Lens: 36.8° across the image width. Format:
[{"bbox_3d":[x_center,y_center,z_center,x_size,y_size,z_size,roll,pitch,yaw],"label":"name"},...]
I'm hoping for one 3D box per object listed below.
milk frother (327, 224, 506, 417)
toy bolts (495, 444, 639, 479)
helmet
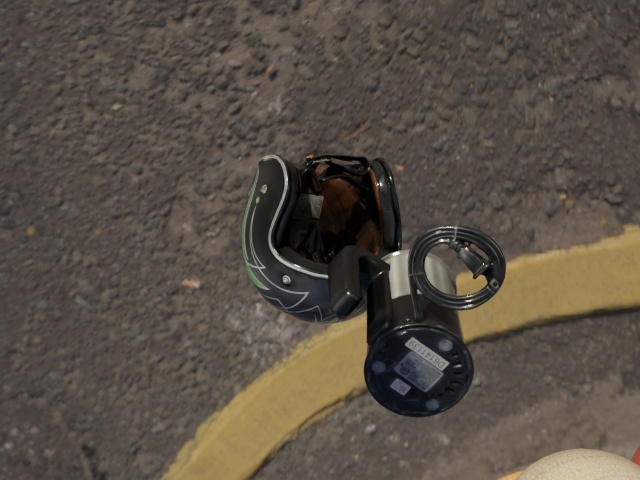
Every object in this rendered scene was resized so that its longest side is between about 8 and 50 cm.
[{"bbox_3d":[0.089,0.041,0.772,0.143,0.135,0.129,-32,110,15],"label":"milk frother"},{"bbox_3d":[0.171,0.122,0.350,0.218,0.228,0.158,29,141,25],"label":"toy bolts"},{"bbox_3d":[0.000,0.000,0.941,0.169,0.169,0.161,-1,89,13],"label":"helmet"}]
